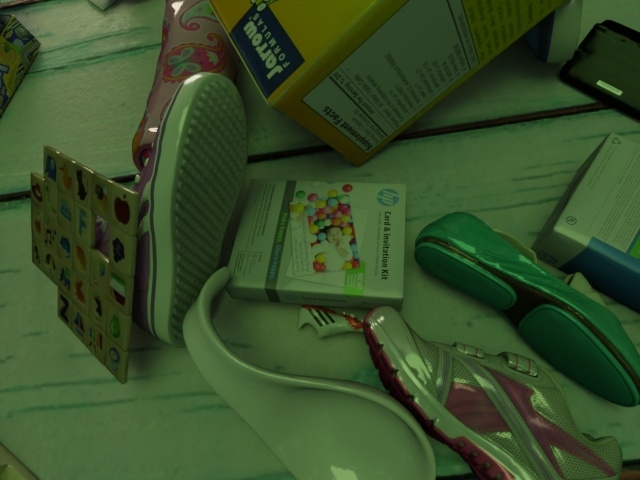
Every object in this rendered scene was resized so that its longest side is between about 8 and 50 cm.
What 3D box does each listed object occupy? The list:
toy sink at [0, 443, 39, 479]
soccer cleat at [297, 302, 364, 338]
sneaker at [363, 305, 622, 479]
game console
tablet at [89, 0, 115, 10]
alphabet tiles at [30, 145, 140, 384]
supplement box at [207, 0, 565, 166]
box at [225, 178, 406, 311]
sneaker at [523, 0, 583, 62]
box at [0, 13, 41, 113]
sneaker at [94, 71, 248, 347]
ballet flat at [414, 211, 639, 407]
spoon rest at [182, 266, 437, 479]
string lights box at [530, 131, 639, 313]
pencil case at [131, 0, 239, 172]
[{"bbox_3d":[-0.413,0.254,0.380,0.234,0.131,0.153,29,76,16],"label":"toy sink"},{"bbox_3d":[0.014,0.092,0.445,0.083,0.029,0.036,16,81,16],"label":"soccer cleat"},{"bbox_3d":[0.147,0.144,0.375,0.252,0.103,0.111,43,75,14],"label":"sneaker"},{"bbox_3d":[0.389,-0.219,0.523,0.122,0.071,0.107,40,108,20],"label":"game console"},{"bbox_3d":[-0.356,-0.429,0.705,0.054,0.006,0.083,38,79,19],"label":"tablet"},{"bbox_3d":[-0.266,0.012,0.448,0.237,0.009,0.198,24,111,34],"label":"alphabet tiles"},{"bbox_3d":[0.090,-0.280,0.420,0.356,0.194,0.195,-37,67,19],"label":"supplement box"},{"bbox_3d":[0.000,0.000,0.463,0.186,0.038,0.145,4,59,8],"label":"box"},{"bbox_3d":[0.197,-0.364,0.560,0.236,0.130,0.323,-7,78,22],"label":"sneaker"},{"bbox_3d":[-0.504,-0.259,0.629,0.054,0.059,0.169,10,71,13],"label":"box"},{"bbox_3d":[-0.178,-0.040,0.426,0.161,0.102,0.282,25,108,22],"label":"sneaker"},{"bbox_3d":[0.213,0.049,0.409,0.247,0.083,0.087,38,64,17],"label":"ballet flat"},{"bbox_3d":[-0.023,0.143,0.372,0.276,0.084,0.137,40,115,10],"label":"spoon rest"},{"bbox_3d":[0.366,0.017,0.399,0.259,0.077,0.133,33,77,18],"label":"string lights box"},{"bbox_3d":[-0.158,-0.208,0.535,0.124,0.124,0.284,0,68,7],"label":"pencil case"}]
